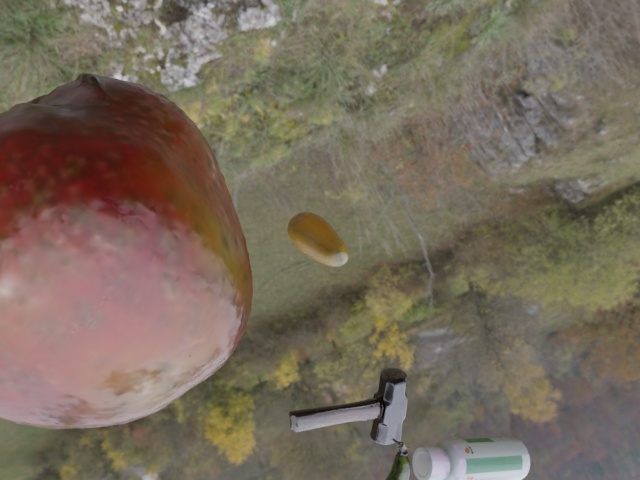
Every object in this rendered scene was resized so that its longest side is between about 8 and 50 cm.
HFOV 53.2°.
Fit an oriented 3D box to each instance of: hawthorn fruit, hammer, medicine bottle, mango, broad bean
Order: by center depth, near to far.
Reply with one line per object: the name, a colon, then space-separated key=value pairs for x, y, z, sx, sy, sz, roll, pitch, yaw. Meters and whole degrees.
hawthorn fruit: x=-0.255 y=0.032 z=0.716 sx=0.403 sy=0.402 sz=0.403 roll=-20 pitch=158 yaw=-8
broad bean: x=0.093 y=0.450 z=1.095 sx=0.226 sy=0.069 sz=0.039 roll=-56 pitch=150 yaw=-4
medicine bottle: x=0.316 y=0.462 z=1.337 sx=0.260 sy=0.095 sz=0.095 roll=9 pitch=145 yaw=-29
mango: x=0.000 y=0.000 z=1.448 sx=0.085 sy=0.184 sz=0.102 roll=-39 pitch=143 yaw=-25
hammer: x=0.090 y=0.535 z=1.967 sx=0.409 sy=0.095 sz=0.242 roll=-2 pitch=109 yaw=-30
